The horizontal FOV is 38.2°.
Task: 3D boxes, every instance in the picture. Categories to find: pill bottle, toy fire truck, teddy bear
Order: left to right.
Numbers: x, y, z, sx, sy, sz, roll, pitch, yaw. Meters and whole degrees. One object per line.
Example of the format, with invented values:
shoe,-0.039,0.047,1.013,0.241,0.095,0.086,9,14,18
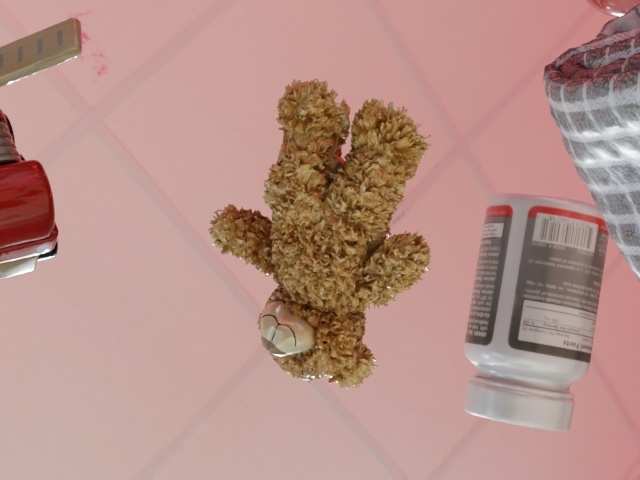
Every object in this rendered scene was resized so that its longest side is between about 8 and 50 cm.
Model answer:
toy fire truck,-0.333,-0.105,0.981,0.158,0.246,0.217,-15,-113,-33
teddy bear,0.000,0.000,0.977,0.245,0.113,0.338,32,-66,7
pill bottle,0.274,0.092,1.195,0.161,0.161,0.283,13,-95,-33

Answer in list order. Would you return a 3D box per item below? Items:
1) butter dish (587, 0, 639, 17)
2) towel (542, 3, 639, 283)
butter dish,0.231,-0.186,0.572,0.160,0.160,0.118,-50,-50,-19
towel,0.249,-0.013,0.401,0.121,0.284,0.235,-36,-76,-22
